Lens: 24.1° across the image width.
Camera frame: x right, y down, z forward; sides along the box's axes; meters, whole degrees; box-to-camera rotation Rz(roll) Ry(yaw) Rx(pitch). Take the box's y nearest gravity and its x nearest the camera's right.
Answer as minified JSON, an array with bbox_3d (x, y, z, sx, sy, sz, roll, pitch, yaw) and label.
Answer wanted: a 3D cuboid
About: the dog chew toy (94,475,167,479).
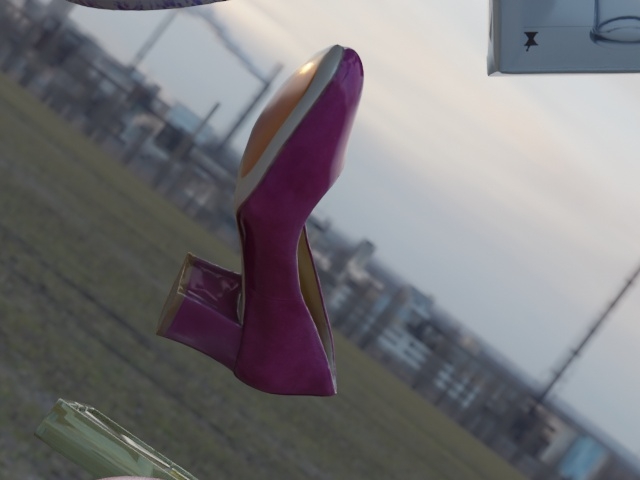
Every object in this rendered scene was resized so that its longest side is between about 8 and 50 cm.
[{"bbox_3d":[-0.097,0.194,0.639,0.332,0.206,0.206,-2,28,-39],"label":"dog chew toy"}]

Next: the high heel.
[{"bbox_3d":[0.000,0.000,0.825,0.117,0.244,0.082,23,38,-10],"label":"high heel"}]

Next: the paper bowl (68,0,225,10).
[{"bbox_3d":[-0.044,-0.251,0.828,0.284,0.284,0.148,38,-32,56],"label":"paper bowl"}]

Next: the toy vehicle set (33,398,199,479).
[{"bbox_3d":[-0.106,0.221,1.240,0.267,0.035,0.166,34,-7,5],"label":"toy vehicle set"}]

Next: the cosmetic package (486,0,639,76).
[{"bbox_3d":[0.310,-0.262,1.086,0.377,0.284,0.097,-1,6,1],"label":"cosmetic package"}]
